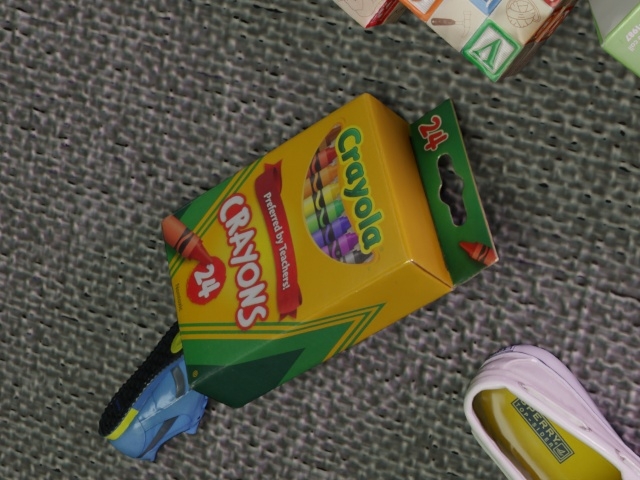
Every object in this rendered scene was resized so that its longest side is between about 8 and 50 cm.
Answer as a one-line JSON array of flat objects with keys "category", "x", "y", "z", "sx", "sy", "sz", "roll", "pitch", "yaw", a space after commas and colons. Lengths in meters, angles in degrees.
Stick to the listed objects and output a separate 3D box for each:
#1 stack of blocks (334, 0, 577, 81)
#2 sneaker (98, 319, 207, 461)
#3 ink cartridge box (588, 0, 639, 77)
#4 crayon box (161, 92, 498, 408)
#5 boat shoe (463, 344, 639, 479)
[{"category": "stack of blocks", "x": 0.089, "y": -0.278, "z": 1.556, "sx": 0.297, "sy": 0.087, "sz": 0.171, "roll": 42, "pitch": 113, "yaw": 8}, {"category": "sneaker", "x": -0.142, "y": 0.147, "z": 1.765, "sx": 0.082, "sy": 0.069, "sz": 0.209, "roll": 34, "pitch": 106, "yaw": -24}, {"category": "ink cartridge box", "x": 0.420, "y": -0.156, "z": 1.392, "sx": 0.353, "sy": 0.119, "sz": 0.207, "roll": 35, "pitch": 115, "yaw": -18}, {"category": "crayon box", "x": 0.000, "y": 0.000, "z": 1.606, "sx": 0.318, "sy": 0.081, "sz": 0.202, "roll": -31, "pitch": 52, "yaw": 24}, {"category": "boat shoe", "x": 0.269, "y": 0.256, "z": 1.564, "sx": 0.136, "sy": 0.156, "sz": 0.367, "roll": -43, "pitch": 84, "yaw": 24}]
